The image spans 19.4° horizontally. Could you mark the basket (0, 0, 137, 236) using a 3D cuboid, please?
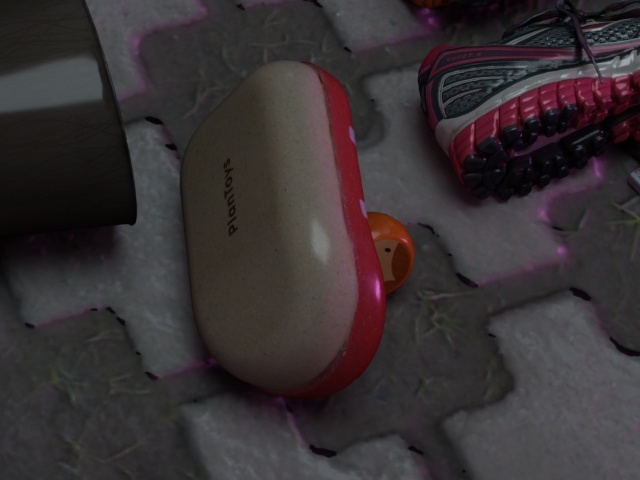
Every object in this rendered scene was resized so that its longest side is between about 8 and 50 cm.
[{"bbox_3d":[-0.260,-0.076,1.265,0.227,0.154,0.204,-13,57,-13],"label":"basket"}]

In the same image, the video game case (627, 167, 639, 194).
[{"bbox_3d":[0.303,-0.043,1.408,0.122,0.011,0.087,-28,63,-25],"label":"video game case"}]

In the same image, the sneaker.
[{"bbox_3d":[0.217,-0.135,1.394,0.299,0.121,0.112,-17,58,-19],"label":"sneaker"}]

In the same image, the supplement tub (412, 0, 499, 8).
[{"bbox_3d":[0.151,-0.253,1.467,0.190,0.117,0.117,-22,61,-22],"label":"supplement tub"}]

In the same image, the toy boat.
[{"bbox_3d":[0.000,0.000,1.273,0.151,0.151,0.231,18,48,-33],"label":"toy boat"}]
